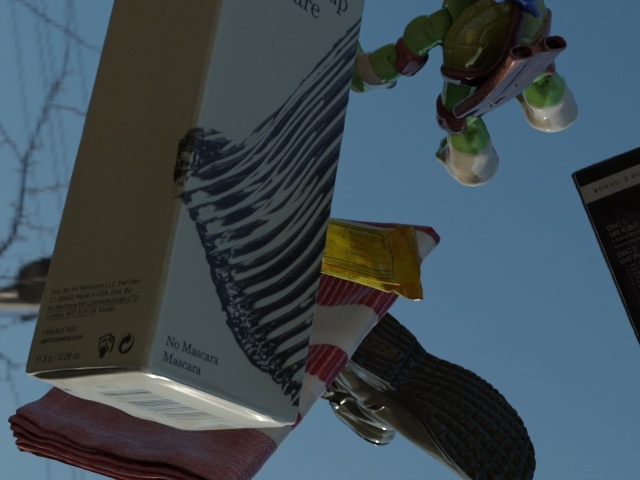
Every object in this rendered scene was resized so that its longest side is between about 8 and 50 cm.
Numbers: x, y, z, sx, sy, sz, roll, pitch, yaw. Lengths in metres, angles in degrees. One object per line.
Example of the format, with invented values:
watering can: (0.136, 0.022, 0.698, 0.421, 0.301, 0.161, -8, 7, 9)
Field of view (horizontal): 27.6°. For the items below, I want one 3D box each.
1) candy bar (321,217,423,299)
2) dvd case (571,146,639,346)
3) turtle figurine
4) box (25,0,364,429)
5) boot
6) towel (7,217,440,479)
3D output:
candy bar: (0.000, 0.000, 0.727, 0.161, 0.018, 0.040, 15, -61, 52)
dvd case: (0.285, 0.027, 0.871, 0.164, 0.018, 0.221, -22, -90, 7)
turtle figurine: (0.109, -0.191, 1.101, 0.274, 0.266, 0.198, 15, -116, 29)
box: (-0.058, -0.045, 0.689, 0.094, 0.113, 0.275, -8, -115, 41)
boot: (0.088, 0.167, 1.266, 0.246, 0.083, 0.161, 42, -27, 6)
towel: (-0.074, 0.076, 1.084, 0.237, 0.329, 0.037, 6, -51, 36)
